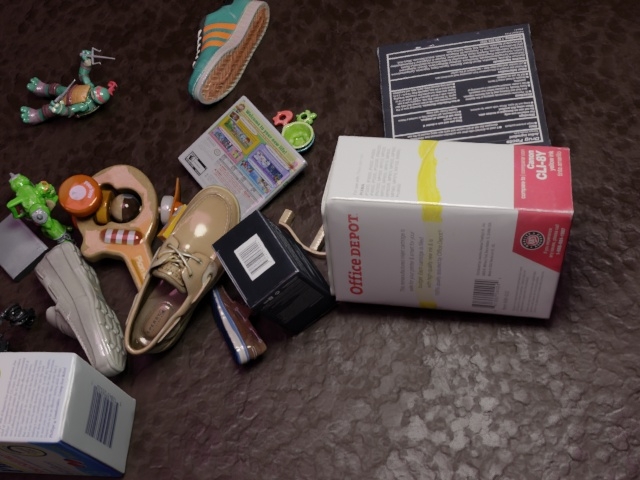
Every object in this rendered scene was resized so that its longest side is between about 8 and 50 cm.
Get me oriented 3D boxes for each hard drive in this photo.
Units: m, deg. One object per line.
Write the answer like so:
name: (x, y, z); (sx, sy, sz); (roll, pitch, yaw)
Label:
hard drive: (-0.641, 0.013, 1.713); (0.135, 0.022, 0.094); (39, 76, 26)

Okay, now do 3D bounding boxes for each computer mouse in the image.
computer mouse: (-0.622, 0.230, 1.521); (0.060, 0.184, 0.262); (40, 72, 0)

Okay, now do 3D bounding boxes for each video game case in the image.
video game case: (-0.161, -0.162, 1.670); (0.193, 0.023, 0.212); (-43, 69, 3)

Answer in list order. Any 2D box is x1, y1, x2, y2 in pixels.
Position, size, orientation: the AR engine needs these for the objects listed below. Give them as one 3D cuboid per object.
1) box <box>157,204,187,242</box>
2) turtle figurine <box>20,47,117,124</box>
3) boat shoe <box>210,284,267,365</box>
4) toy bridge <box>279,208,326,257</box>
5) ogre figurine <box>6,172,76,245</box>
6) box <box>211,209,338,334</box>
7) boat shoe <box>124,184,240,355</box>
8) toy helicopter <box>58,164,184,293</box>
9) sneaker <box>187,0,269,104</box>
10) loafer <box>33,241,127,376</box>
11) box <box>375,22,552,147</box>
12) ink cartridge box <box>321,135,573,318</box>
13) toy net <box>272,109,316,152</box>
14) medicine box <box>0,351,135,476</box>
box: (-0.244, 0.005, 1.587); (0.028, 0.136, 0.081); (-7, 43, 48)
turtle figurine: (-0.553, -0.325, 1.817); (0.234, 0.118, 0.175); (-7, 46, 25)
boat shoe: (-0.155, 0.152, 1.526); (0.066, 0.066, 0.183); (-15, 54, -19)
toy bridge: (0.000, 0.000, 1.588); (0.188, 0.026, 0.063); (23, 72, 21)
ogre figurine: (-0.582, -0.066, 1.687); (0.097, 0.118, 0.197); (-21, 62, 1)
box: (-0.077, 0.061, 1.463); (0.108, 0.207, 0.153); (-38, 60, 5)
boat shoe: (-0.249, 0.058, 1.481); (0.121, 0.110, 0.341); (26, 93, 6)
toy helicopter: (-0.353, 0.005, 1.623); (0.235, 0.140, 0.355); (-22, 71, -10)
sneaker: (-0.228, -0.425, 1.813); (0.121, 0.108, 0.302); (17, 60, 20)
loafer: (-0.465, 0.142, 1.569); (0.111, 0.112, 0.319); (-34, 54, -1)
box: (0.269, -0.224, 1.559); (0.296, 0.183, 0.294); (-6, 61, 10)
ink cartridge box: (0.210, -0.021, 1.385); (0.384, 0.279, 0.160); (4, 51, 8)
toy net: (-0.125, -0.225, 1.718); (0.232, 0.045, 0.122); (-5, 63, 9)
medicine box: (-0.506, 0.302, 1.400); (0.289, 0.263, 0.149); (-2, 63, 11)
